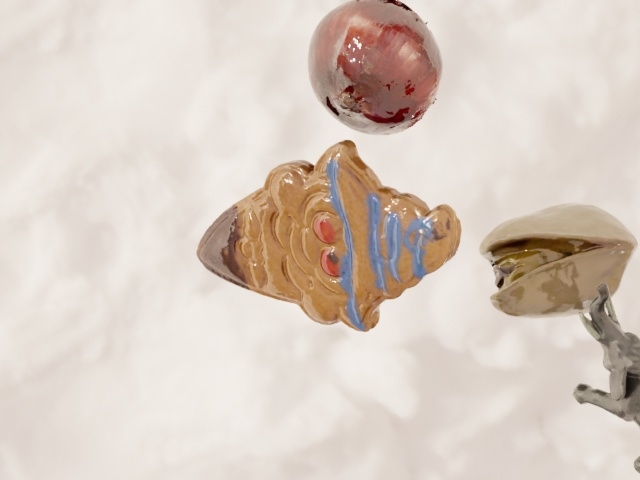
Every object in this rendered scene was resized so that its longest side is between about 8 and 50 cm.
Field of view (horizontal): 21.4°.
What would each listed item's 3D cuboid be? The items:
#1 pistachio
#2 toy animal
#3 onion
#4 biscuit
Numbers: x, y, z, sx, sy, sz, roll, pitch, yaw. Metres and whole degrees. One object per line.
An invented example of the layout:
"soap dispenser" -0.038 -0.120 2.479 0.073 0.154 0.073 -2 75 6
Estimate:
"pistachio" 0.270 0.023 1.931 0.206 0.131 0.130 -9 74 -39
"toy animal" 0.350 0.158 1.908 0.082 0.137 0.269 -40 104 -23
"onion" 0.049 -0.157 1.528 0.131 0.131 0.131 -13 119 -24
"biscuit" 0.000 0.000 1.560 0.043 0.280 0.183 -37 118 -58
